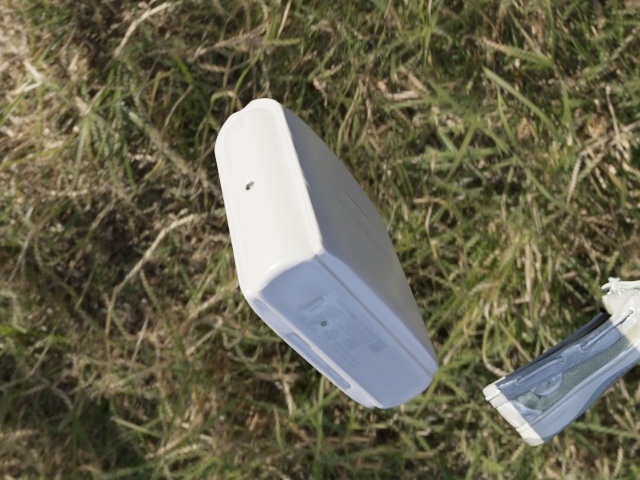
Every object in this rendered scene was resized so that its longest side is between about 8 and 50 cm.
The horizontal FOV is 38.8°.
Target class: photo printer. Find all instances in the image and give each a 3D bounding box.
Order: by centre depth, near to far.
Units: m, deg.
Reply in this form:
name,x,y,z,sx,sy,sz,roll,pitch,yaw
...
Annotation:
name,x,y,z,sx,sy,sz,roll,pitch,yaw
photo printer,0.000,0.000,0.981,0.107,0.307,0.256,-33,129,13

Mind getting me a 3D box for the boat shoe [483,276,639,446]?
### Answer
name,x,y,z,sx,sy,sz,roll,pitch,yaw
boat shoe,0.354,0.123,1.168,0.103,0.118,0.320,45,98,8
